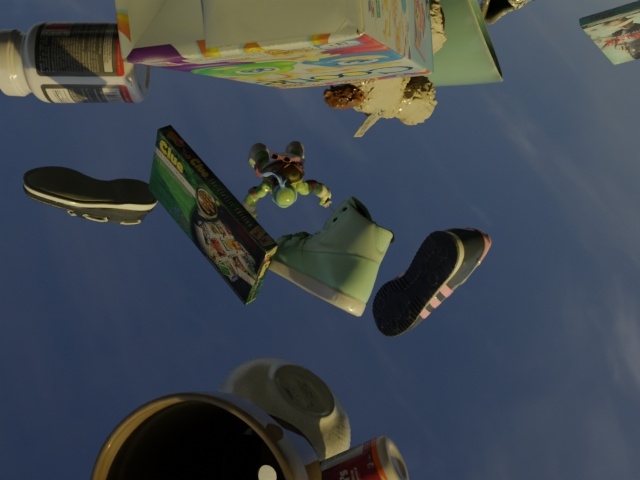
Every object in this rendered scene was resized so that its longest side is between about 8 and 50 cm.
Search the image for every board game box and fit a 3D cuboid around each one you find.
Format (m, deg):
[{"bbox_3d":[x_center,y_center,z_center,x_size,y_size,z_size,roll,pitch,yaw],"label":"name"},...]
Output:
[{"bbox_3d":[-0.012,-0.189,0.497,0.275,0.142,0.144,-26,-67,-72],"label":"board game box"},{"bbox_3d":[-0.167,-0.038,1.063,0.030,0.136,0.260,-29,-112,-34],"label":"board game box"}]

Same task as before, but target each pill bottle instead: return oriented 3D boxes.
[{"bbox_3d":[-0.647,-0.467,1.879,0.362,0.210,0.210,0,-137,0],"label":"pill bottle"},{"bbox_3d":[0.056,0.485,1.430,0.121,0.221,0.121,57,-166,-23],"label":"pill bottle"}]

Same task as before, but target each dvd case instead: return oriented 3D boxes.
[{"bbox_3d":[0.354,-0.234,0.802,0.119,0.087,0.013,17,-110,-50],"label":"dvd case"}]

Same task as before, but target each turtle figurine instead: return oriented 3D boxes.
[{"bbox_3d":[-0.086,-0.102,1.654,0.275,0.197,0.266,50,-164,-34],"label":"turtle figurine"}]

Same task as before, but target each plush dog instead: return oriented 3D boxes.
[{"bbox_3d":[0.071,-0.323,1.188,0.210,0.262,0.225,-19,-122,-9],"label":"plush dog"}]

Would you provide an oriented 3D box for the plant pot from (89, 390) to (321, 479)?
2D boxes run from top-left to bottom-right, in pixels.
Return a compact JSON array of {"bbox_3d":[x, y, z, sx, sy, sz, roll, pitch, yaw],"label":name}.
[{"bbox_3d":[-0.133,0.381,1.076,0.323,0.323,0.280,53,-169,17],"label":"plant pot"}]

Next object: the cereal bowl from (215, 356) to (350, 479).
[{"bbox_3d":[-0.068,0.387,1.618,0.339,0.141,0.339,28,-155,-14],"label":"cereal bowl"}]

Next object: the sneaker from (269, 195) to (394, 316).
[{"bbox_3d":[0.001,0.000,1.057,0.256,0.151,0.094,24,174,43],"label":"sneaker"}]

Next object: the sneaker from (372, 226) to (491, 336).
[{"bbox_3d":[0.218,0.087,1.395,0.131,0.319,0.112,-11,-116,-35],"label":"sneaker"}]

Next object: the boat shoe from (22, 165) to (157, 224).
[{"bbox_3d":[-0.517,-0.089,1.599,0.302,0.091,0.114,10,-136,-35],"label":"boat shoe"}]

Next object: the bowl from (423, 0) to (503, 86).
[{"bbox_3d":[0.222,-0.422,1.373,0.311,0.163,0.312,54,-155,-40],"label":"bowl"}]

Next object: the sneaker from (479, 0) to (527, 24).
[{"bbox_3d":[0.481,-0.590,1.565,0.158,0.410,0.182,27,-106,-14],"label":"sneaker"}]
